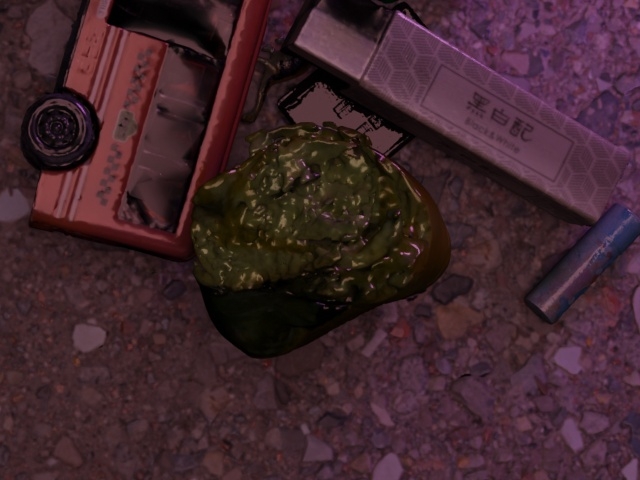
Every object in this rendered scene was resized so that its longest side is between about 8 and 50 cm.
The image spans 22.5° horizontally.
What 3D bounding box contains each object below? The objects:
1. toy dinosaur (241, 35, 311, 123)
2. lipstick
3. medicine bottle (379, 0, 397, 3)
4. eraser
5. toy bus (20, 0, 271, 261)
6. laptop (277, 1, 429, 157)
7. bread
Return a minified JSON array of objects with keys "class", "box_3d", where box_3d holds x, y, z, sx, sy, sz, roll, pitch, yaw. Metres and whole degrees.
[{"class":"toy dinosaur","box_3d":[-0.037,-0.213,1.832,0.180,0.037,0.058,-44,116,-1]},{"class":"lipstick","box_3d":[0.306,0.027,1.869,0.048,0.048,0.158,45,83,-5]},{"class":"medicine bottle","box_3d":[0.007,-0.390,1.760,0.111,0.076,0.309,-31,73,-4]},{"class":"eraser","box_3d":[0.153,-0.154,1.807,0.404,0.096,0.098,29,84,-13]},{"class":"toy bus","box_3d":[-0.177,-0.197,1.728,0.233,0.203,0.427,17,87,-10]},{"class":"laptop","box_3d":[0.063,-0.166,1.848,0.197,0.016,0.135,-40,99,-7]},{"class":"bread","box_3d":[0.000,0.000,1.669,0.251,0.376,0.208,-22,83,8]}]
